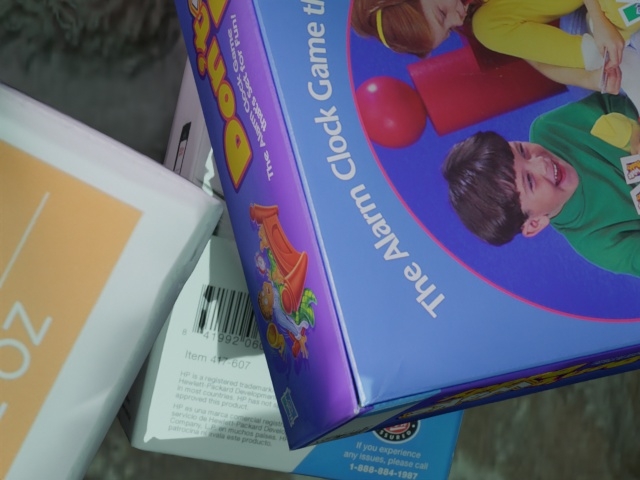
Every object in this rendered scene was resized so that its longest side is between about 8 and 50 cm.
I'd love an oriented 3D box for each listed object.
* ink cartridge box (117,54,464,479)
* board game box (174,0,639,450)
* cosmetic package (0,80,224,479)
[{"bbox_3d":[0.000,0.000,0.595,0.148,0.086,0.203,13,92,-16],"label":"ink cartridge box"},{"bbox_3d":[0.061,-0.114,0.523,0.233,0.078,0.347,-9,75,-22],"label":"board game box"},{"bbox_3d":[-0.284,-0.020,0.429,0.453,0.161,0.230,27,89,-7],"label":"cosmetic package"}]
